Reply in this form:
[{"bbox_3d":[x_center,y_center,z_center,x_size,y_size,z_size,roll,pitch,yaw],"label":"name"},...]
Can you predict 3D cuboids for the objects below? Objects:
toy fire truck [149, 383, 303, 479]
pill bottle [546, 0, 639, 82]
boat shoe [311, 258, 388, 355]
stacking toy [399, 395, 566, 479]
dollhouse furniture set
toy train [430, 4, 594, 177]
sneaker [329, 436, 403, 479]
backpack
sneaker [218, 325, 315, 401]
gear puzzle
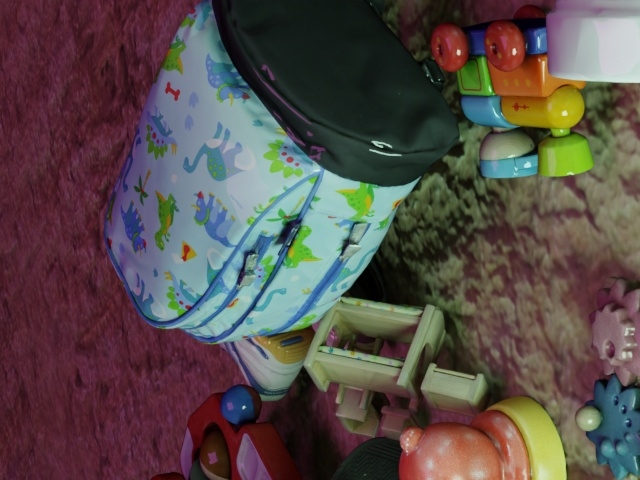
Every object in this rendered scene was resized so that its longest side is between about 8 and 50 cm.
[{"bbox_3d":[-0.090,0.313,1.780,0.302,0.169,0.254,60,142,42],"label":"toy fire truck"},{"bbox_3d":[0.235,-0.287,0.934,0.210,0.210,0.363,-162,69,-63],"label":"pill bottle"},{"bbox_3d":[0.000,0.000,1.622,0.285,0.103,0.092,61,141,35],"label":"boat shoe"},{"bbox_3d":[0.135,0.328,1.346,0.279,0.130,0.309,123,136,-52],"label":"stacking toy"},{"bbox_3d":[0.103,0.136,1.484,0.101,0.182,0.161,-67,-29,-26],"label":"dollhouse furniture set"},{"bbox_3d":[0.194,-0.116,1.190,0.248,0.105,0.143,14,117,64],"label":"toy train"},{"bbox_3d":[0.049,0.370,1.558,0.178,0.124,0.295,74,-149,-65],"label":"sneaker"},{"bbox_3d":[-0.060,-0.059,1.412,0.290,0.273,0.355,57,151,25],"label":"backpack"},{"bbox_3d":[-0.108,0.074,1.844,0.296,0.112,0.131,-117,33,-40],"label":"sneaker"},{"bbox_3d":[0.293,0.141,1.076,0.339,0.044,0.175,-158,66,-62],"label":"gear puzzle"}]
